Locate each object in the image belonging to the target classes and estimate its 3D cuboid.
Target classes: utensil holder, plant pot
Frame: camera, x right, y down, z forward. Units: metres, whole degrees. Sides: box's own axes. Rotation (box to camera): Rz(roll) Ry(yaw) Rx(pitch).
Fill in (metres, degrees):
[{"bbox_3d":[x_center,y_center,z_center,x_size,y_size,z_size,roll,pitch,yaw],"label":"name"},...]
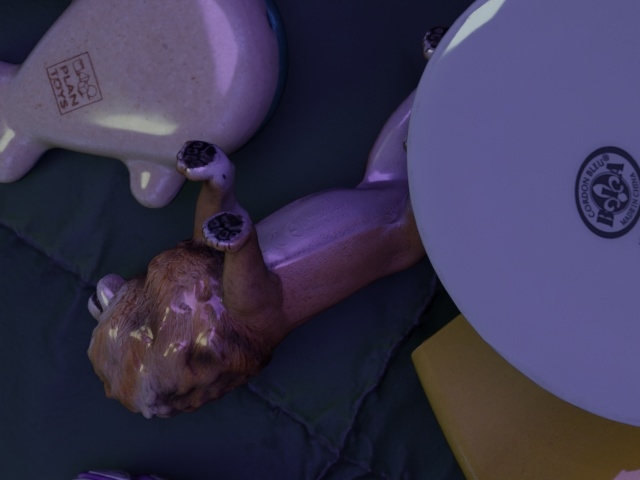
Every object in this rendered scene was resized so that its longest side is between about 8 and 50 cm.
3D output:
[{"bbox_3d":[0.279,-0.093,1.043,0.328,0.385,0.327,17,121,30],"label":"utensil holder"},{"bbox_3d":[0.183,0.123,1.192,0.212,0.212,0.187,-38,79,-2],"label":"plant pot"}]

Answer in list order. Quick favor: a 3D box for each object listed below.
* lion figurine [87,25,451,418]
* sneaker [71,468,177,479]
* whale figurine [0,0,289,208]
[{"bbox_3d":[0.000,0.000,1.202,0.392,0.240,0.142,-20,54,-13],"label":"lion figurine"},{"bbox_3d":[-0.082,0.293,1.217,0.305,0.114,0.152,32,87,-1],"label":"sneaker"},{"bbox_3d":[-0.151,-0.131,1.230,0.272,0.141,0.216,-19,91,22],"label":"whale figurine"}]
